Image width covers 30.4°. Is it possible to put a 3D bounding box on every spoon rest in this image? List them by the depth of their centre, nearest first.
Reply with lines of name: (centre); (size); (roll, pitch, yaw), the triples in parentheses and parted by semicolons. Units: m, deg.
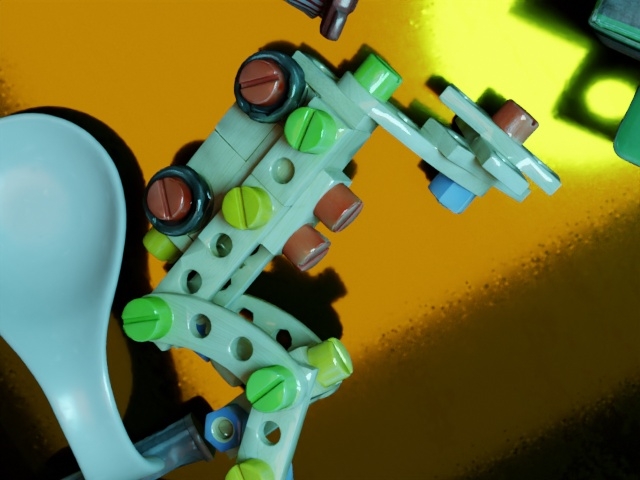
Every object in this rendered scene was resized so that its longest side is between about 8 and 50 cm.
spoon rest: (-0.181, 0.044, 0.823); (0.137, 0.084, 0.276); (-21, 90, -3)

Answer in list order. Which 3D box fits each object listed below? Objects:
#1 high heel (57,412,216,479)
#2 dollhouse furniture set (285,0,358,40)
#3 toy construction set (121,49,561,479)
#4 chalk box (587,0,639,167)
high heel: (-0.120, 0.283, 0.881); (0.186, 0.093, 0.261); (-28, 84, 0)
dollhouse furniture set: (-0.013, -0.336, 0.727); (0.201, 0.152, 0.374); (20, 101, -4)
toy construction set: (0.000, 0.000, 0.799); (0.327, 0.151, 0.215); (-45, 73, 1)
chalk box: (0.282, -0.169, 0.729); (0.180, 0.179, 0.289); (26, 103, 12)
